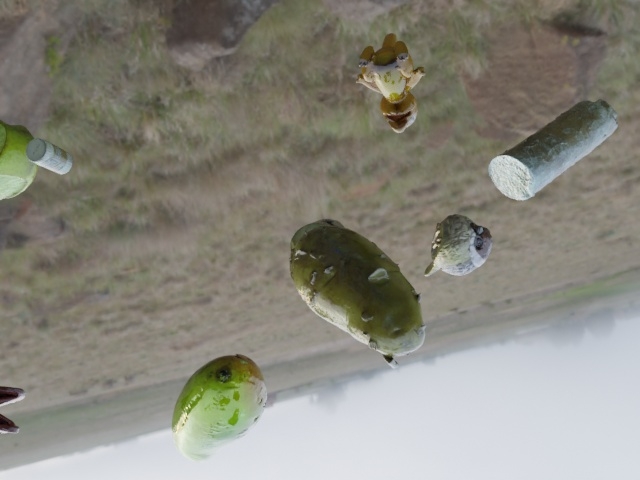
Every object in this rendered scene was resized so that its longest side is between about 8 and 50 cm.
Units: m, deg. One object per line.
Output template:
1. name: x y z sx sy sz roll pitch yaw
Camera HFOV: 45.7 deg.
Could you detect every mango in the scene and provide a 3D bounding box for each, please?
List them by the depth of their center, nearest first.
1. mango: -0.147 0.244 1.098 0.125 0.111 0.233 6 135 -18

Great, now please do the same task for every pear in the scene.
1. pear: -0.742 -0.179 1.630 0.255 0.238 0.164 -34 157 -11

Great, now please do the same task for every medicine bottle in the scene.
1. medicine bottle: -0.501 -0.155 1.406 0.047 0.047 0.083 -16 165 11

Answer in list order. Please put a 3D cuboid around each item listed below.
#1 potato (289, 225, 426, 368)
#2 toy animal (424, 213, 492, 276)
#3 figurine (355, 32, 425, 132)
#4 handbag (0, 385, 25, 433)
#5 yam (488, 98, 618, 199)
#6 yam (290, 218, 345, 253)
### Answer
1. potato: 0.046 0.060 0.934 0.117 0.225 0.090 -39 142 -9
2. toy animal: 0.228 0.020 1.256 0.098 0.098 0.137 -10 140 -24
3. figurine: 0.131 -0.279 1.337 0.121 0.122 0.176 -4 132 16
4. handbag: -0.667 0.282 1.312 0.275 0.084 0.260 15 162 -25
5. yam: 0.419 -0.167 1.349 0.259 0.093 0.093 -34 179 -25
6. yam: 0.000 0.000 1.198 0.069 0.070 0.146 -17 -179 14
